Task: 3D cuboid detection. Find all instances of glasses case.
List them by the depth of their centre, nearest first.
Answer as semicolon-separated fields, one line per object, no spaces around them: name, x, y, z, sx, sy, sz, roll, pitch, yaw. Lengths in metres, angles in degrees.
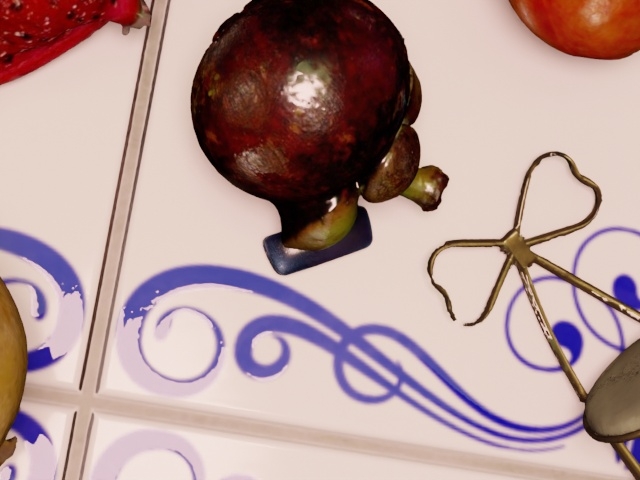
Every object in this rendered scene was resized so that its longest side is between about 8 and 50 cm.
glasses case;0.000;0.000;0.878;0.083;0.023;0.033;-19;83;-10

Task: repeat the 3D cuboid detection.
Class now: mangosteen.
mangosteen;-0.005;-0.086;0.822;0.172;0.172;0.184;-19;96;-11

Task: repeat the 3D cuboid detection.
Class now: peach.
peach;0.207;-0.239;0.851;0.197;0.197;0.197;1;82;-8

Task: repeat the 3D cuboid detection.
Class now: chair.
chair;0.243;0.093;0.840;0.160;0.170;0.325;-41;96;-10

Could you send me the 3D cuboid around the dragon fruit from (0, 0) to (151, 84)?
dragon fruit;-0.259;-0.260;0.719;0.386;0.371;0.249;-36;72;17

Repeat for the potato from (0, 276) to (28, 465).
potato;-0.366;0.044;0.685;0.397;0.296;0.290;22;78;-7
